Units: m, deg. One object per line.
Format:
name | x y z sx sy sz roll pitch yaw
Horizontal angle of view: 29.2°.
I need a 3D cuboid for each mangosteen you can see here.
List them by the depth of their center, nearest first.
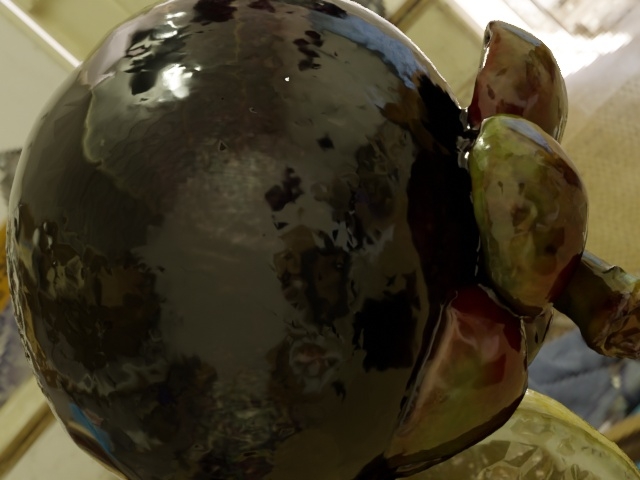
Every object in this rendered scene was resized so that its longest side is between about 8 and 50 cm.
mangosteen | 0.000 0.000 0.848 0.435 0.382 0.382 -12 28 20

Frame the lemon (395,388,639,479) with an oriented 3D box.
lemon | 0.124 0.293 1.067 0.364 0.364 0.364 -45 14 14
